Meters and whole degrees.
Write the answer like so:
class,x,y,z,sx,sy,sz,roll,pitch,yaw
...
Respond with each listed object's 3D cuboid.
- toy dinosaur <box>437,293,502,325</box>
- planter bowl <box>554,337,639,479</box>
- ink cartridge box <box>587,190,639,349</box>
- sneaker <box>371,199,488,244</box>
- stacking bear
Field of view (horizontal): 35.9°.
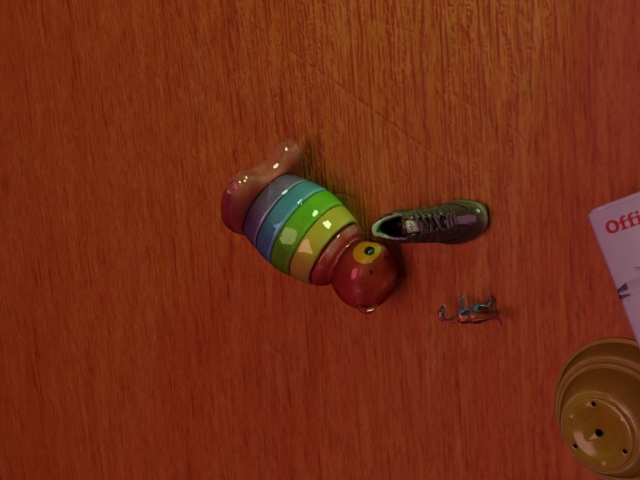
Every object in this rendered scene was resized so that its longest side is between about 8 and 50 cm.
class,x,y,z,sx,sy,sz,roll,pitch,yaw
toy dinosaur,0.217,0.108,1.469,0.082,0.090,0.047,-18,101,0
planter bowl,0.393,0.247,1.333,0.217,0.090,0.217,12,109,40
ink cartridge box,0.474,0.053,1.191,0.198,0.115,0.273,-23,86,43
sneaker,0.161,-0.019,1.487,0.188,0.071,0.066,-8,95,43
stacking bear,0.000,0.000,1.586,0.289,0.175,0.164,37,143,19
